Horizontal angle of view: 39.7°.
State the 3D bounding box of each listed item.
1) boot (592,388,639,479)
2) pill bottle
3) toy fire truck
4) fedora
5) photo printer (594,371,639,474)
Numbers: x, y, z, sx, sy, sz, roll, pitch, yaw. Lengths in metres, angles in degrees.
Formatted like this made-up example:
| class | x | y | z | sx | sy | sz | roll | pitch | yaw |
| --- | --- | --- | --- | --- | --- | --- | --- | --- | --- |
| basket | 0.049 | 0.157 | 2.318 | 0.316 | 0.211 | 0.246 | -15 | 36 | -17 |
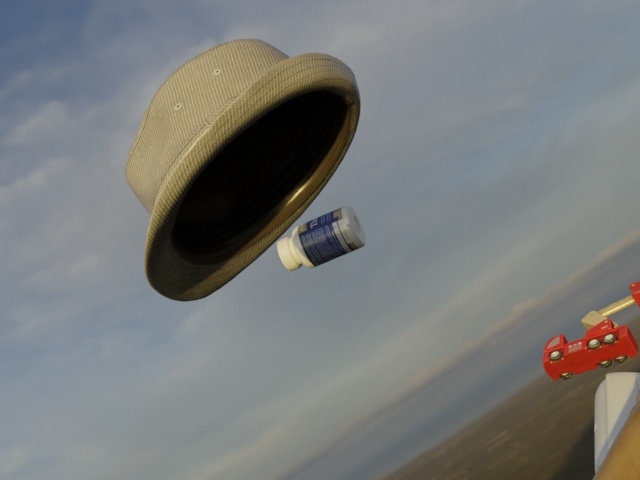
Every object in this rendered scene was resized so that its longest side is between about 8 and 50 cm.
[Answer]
| class | x | y | z | sx | sy | sz | roll | pitch | yaw |
| --- | --- | --- | --- | --- | --- | --- | --- | --- | --- |
| boot | 0.322 | 0.224 | 0.747 | 0.270 | 0.089 | 0.236 | -68 | 19 | 4 |
| pill bottle | 0.000 | 0.000 | 1.295 | 0.120 | 0.067 | 0.067 | -23 | -10 | 15 |
| toy fire truck | 0.441 | 0.139 | 1.384 | 0.192 | 0.047 | 0.135 | -24 | 21 | 27 |
| fedora | -0.092 | -0.086 | 0.848 | 0.275 | 0.124 | 0.243 | -48 | -22 | 4 |
| photo printer | 0.490 | 0.276 | 1.156 | 0.255 | 0.107 | 0.307 | 4 | 13 | 16 |
